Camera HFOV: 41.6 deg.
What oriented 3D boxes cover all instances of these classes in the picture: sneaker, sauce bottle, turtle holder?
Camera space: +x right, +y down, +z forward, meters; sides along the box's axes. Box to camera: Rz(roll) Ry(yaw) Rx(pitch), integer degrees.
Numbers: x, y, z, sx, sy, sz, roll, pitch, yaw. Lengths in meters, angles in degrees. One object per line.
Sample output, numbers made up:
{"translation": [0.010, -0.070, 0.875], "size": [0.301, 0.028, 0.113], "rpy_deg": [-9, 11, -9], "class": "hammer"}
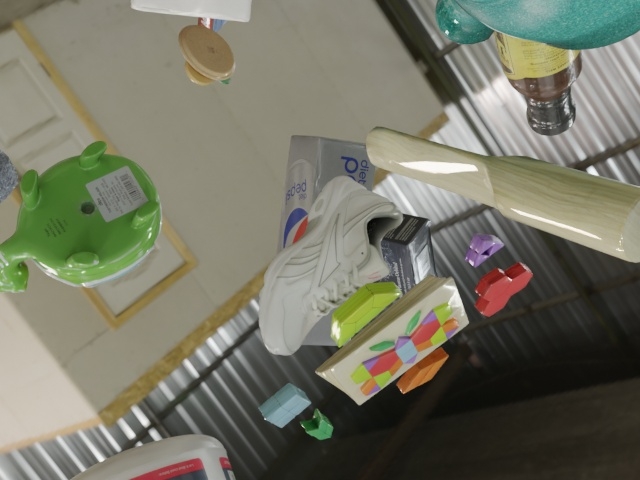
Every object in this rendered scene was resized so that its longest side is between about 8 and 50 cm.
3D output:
{"translation": [0.016, 0.034, 0.964], "size": [0.115, 0.090, 0.232], "rpy_deg": [20, -106, 31], "class": "sneaker"}
{"translation": [0.287, -0.263, 1.109], "size": [0.112, 0.344, 0.111], "rpy_deg": [-10, -124, 16], "class": "sauce bottle"}
{"translation": [-0.444, -0.004, 1.580], "size": [0.320, 0.243, 0.227], "rpy_deg": [-59, 176, -22], "class": "turtle holder"}

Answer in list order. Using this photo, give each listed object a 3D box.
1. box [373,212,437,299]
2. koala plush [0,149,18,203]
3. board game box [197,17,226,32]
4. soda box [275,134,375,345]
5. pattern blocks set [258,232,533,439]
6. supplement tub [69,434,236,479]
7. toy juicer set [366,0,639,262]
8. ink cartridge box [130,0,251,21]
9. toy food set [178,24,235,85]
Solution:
{"translation": [0.136, 0.028, 1.672], "size": [0.158, 0.155, 0.093], "rpy_deg": [14, -136, 32], "class": "box"}
{"translation": [-0.498, -0.081, 0.934], "size": [0.203, 0.196, 0.221], "rpy_deg": [-22, -166, 14], "class": "koala plush"}
{"translation": [-0.094, -0.381, 1.044], "size": [0.145, 0.027, 0.281], "rpy_deg": [-52, 176, -22], "class": "board game box"}
{"translation": [0.000, 0.000, 1.178], "size": [0.098, 0.286, 0.091], "rpy_deg": [6, -175, -28], "class": "soda box"}
{"translation": [0.092, 0.117, 0.966], "size": [0.325, 0.026, 0.285], "rpy_deg": [-45, 147, 10], "class": "pattern blocks set"}
{"translation": [-0.147, 0.353, 0.847], "size": [0.191, 0.272, 0.191], "rpy_deg": [-20, 159, -8], "class": "supplement tub"}
{"translation": [0.111, -0.118, 0.318], "size": [0.090, 0.209, 0.328], "rpy_deg": [-26, 140, -25], "class": "toy juicer set"}
{"translation": [-0.084, -0.271, 0.598], "size": [0.086, 0.203, 0.148], "rpy_deg": [4, -157, -12], "class": "ink cartridge box"}
{"translation": [-0.138, -0.226, 1.024], "size": [0.083, 0.083, 0.020], "rpy_deg": [-15, 163, -48], "class": "toy food set"}
